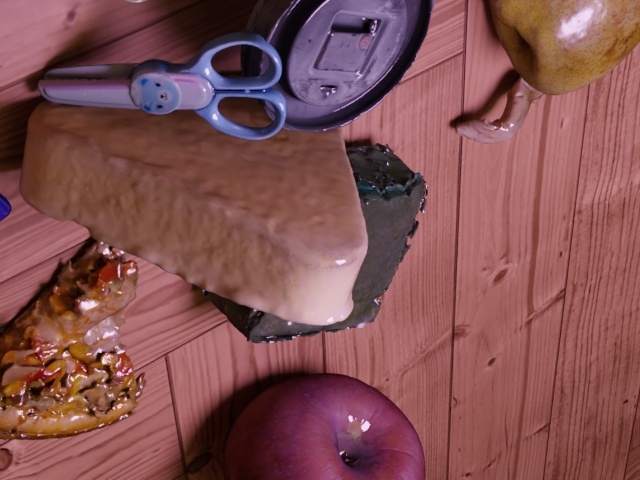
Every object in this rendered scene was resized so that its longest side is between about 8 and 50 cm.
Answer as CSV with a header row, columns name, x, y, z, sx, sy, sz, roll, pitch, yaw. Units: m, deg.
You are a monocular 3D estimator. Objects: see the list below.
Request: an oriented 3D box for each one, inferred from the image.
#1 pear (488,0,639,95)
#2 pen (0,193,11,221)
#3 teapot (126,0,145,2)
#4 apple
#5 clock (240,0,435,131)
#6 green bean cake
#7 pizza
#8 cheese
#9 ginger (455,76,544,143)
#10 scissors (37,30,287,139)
name,x,y,z,sx,sy,sz,roll,pitch,yaw
pear,0.325,-0.307,1.843,0.211,0.188,0.228,-35,142,-5
pen,-0.390,-0.096,1.443,0.033,0.033,0.269,-43,144,-6
teapot,-0.198,-0.288,1.441,0.092,0.124,0.091,-71,-175,-45
apple,-0.003,0.327,2.020,0.305,0.306,0.235,-6,152,-42
clock,0.018,-0.218,1.534,0.226,0.049,0.226,-26,144,-21
green bean cake,0.000,0.000,1.844,0.255,0.132,0.241,-8,129,-43
pizza,-0.279,0.142,1.741,0.288,0.074,0.251,-47,146,1
cheese,-0.086,-0.046,1.532,0.384,0.384,0.104,-12,132,-39
ginger,0.305,-0.215,2.015,0.288,0.075,0.089,-39,148,-18
scissors,-0.163,-0.158,1.482,0.256,0.030,0.125,1,133,7
